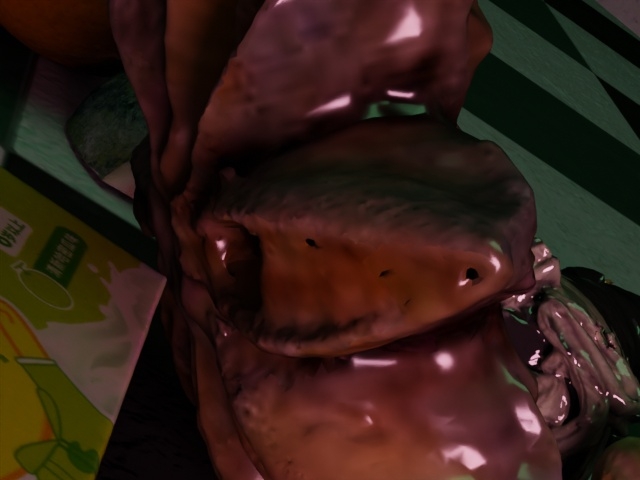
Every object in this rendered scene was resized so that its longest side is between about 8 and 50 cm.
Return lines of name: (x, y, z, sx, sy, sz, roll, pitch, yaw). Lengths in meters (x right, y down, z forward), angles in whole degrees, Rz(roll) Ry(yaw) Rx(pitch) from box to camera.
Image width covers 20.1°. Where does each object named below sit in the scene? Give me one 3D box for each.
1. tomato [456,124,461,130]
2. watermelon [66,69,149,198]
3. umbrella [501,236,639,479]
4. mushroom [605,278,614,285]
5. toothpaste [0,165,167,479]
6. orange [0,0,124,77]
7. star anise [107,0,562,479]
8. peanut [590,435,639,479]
tomato: (0.030, -0.042, 0.972, 0.173, 0.099, 0.189, 36, 23, -3)
watermelon: (-0.078, -0.046, 0.874, 0.092, 0.072, 0.084, 1, 25, 13)
umbrella: (0.123, 0.066, 0.929, 0.113, 0.106, 0.357, 51, 12, 13)
mushroom: (0.111, 0.013, 1.145, 0.286, 0.026, 0.028, 17, 9, -46)
toothpaste: (-0.119, 0.056, 0.442, 0.110, 0.077, 0.327, 36, 16, -9)
orange: (-0.082, -0.173, 0.932, 0.224, 0.224, 0.170, 7, 75, -60)
star anise: (-0.005, -0.016, 0.609, 0.108, 0.315, 0.315, -12, 32, -10)
peanut: (0.209, 0.169, 0.718, 0.253, 0.122, 0.137, 37, -10, 9)
